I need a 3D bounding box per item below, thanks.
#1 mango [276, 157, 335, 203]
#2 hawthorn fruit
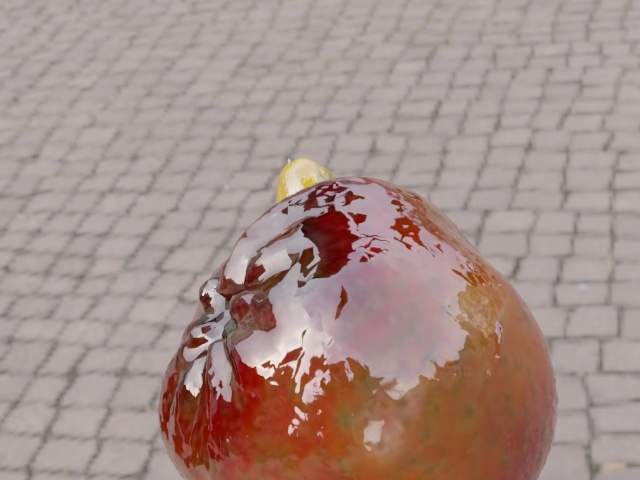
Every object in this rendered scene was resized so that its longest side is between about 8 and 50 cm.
[{"bbox_3d":[0.000,0.000,1.567,0.075,0.190,0.098,-23,5,-29],"label":"mango"},{"bbox_3d":[0.052,0.107,0.939,0.300,0.254,0.254,26,15,-28],"label":"hawthorn fruit"}]
